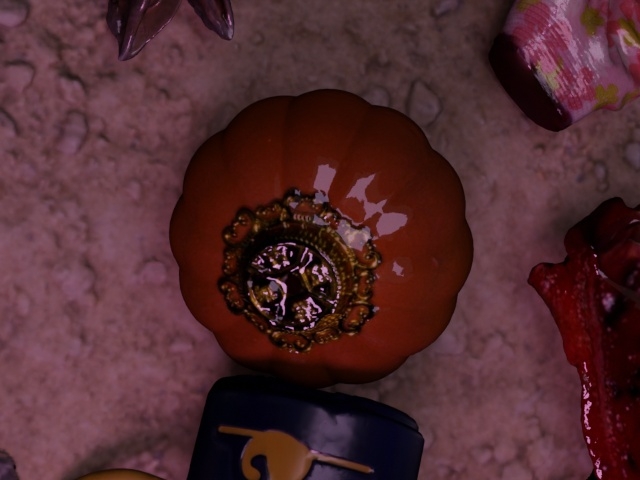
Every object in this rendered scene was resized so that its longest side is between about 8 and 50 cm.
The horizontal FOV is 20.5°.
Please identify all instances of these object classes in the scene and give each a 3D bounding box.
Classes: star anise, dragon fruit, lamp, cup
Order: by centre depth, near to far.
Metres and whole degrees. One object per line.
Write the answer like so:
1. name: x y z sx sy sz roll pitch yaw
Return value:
1. cup: -0.066 0.225 1.250 0.255 0.178 0.256 16 78 -17
2. lamp: 0.000 0.000 1.280 0.223 0.196 0.223 4 108 11
3. star anise: -0.118 -0.256 1.324 0.209 0.089 0.231 -10 94 -31
4. dragon fruit: 0.313 0.118 1.432 0.329 0.228 0.286 40 41 9

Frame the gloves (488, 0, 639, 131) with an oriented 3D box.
1. gloves: 0.250 -0.202 1.425 0.241 0.126 0.145 -39 73 -14
